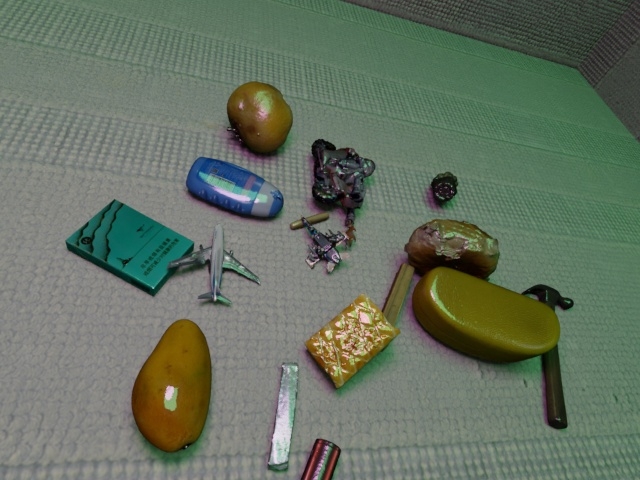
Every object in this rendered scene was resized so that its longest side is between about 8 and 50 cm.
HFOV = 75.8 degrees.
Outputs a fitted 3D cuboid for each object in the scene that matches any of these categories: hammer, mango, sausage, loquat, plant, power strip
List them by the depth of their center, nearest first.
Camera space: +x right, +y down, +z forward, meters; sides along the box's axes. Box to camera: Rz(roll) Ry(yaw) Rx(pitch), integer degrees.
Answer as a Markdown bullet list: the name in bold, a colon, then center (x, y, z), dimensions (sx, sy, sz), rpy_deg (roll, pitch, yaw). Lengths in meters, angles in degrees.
- **mango**: center (-0.278, 0.264, 0.782), dimensions (0.138, 0.113, 0.253), rpy_deg (7, 50, -17)
- **power strip**: center (0.186, 0.171, 1.067), dimensions (0.044, 0.064, 0.305), rpy_deg (27, 49, 6)
- **hammer**: center (0.654, 0.305, 1.159), dimensions (0.168, 0.044, 0.440), rpy_deg (25, 48, -3)
- **sausage**: center (-0.031, -0.058, 1.191), dimensions (0.132, 0.024, 0.024), rpy_deg (-19, 62, -33)
- **loquat**: center (-0.189, -0.375, 1.277), dimensions (0.213, 0.213, 0.213), rpy_deg (11, 51, -13)
- **plant**: center (0.427, -0.180, 1.412), dimensions (0.094, 0.092, 0.143), rpy_deg (63, 26, -15)

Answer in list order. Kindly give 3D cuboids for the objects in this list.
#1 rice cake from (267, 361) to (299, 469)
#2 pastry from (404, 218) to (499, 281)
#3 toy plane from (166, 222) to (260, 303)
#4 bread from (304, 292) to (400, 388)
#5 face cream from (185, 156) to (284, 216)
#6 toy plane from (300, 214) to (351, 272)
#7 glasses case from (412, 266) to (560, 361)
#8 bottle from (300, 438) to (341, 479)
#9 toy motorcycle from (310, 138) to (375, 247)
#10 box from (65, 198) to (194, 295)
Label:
- **rice cake**: center (-0.072, 0.352, 0.844), dimensions (0.043, 0.034, 0.211), rpy_deg (9, 51, -4)
- **pastry**: center (0.357, 0.046, 1.128), dimensions (0.257, 0.236, 0.121), rpy_deg (15, 61, 5)
- **toy plane**: center (-0.250, 0.052, 0.991), dimensions (0.226, 0.058, 0.226), rpy_deg (13, 43, -27)
- **bread**: center (0.070, 0.224, 0.934), dimensions (0.188, 0.068, 0.125), rpy_deg (-38, 71, -12)
- **face cream**: center (-0.227, -0.144, 1.141), dimensions (0.264, 0.083, 0.149), rpy_deg (22, 50, -4)
- **toy plane**: center (-0.002, -0.004, 1.121), dimensions (0.135, 0.062, 0.188), rpy_deg (-36, 78, -4)
- **glasses case**: center (0.417, 0.208, 1.070), dimensions (0.371, 0.141, 0.173), rpy_deg (20, 60, -3)
- **bottle**: center (-0.012, 0.463, 0.766), dimensions (0.060, 0.060, 0.164), rpy_deg (28, 49, 1)
- **toy motorcycle**: center (0.073, -0.165, 1.244), dimensions (0.207, 0.134, 0.401), rpy_deg (6, 48, -8)
- **box**: center (-0.439, 0.010, 0.965), dimensions (0.226, 0.042, 0.161), rpy_deg (28, 48, 1)
